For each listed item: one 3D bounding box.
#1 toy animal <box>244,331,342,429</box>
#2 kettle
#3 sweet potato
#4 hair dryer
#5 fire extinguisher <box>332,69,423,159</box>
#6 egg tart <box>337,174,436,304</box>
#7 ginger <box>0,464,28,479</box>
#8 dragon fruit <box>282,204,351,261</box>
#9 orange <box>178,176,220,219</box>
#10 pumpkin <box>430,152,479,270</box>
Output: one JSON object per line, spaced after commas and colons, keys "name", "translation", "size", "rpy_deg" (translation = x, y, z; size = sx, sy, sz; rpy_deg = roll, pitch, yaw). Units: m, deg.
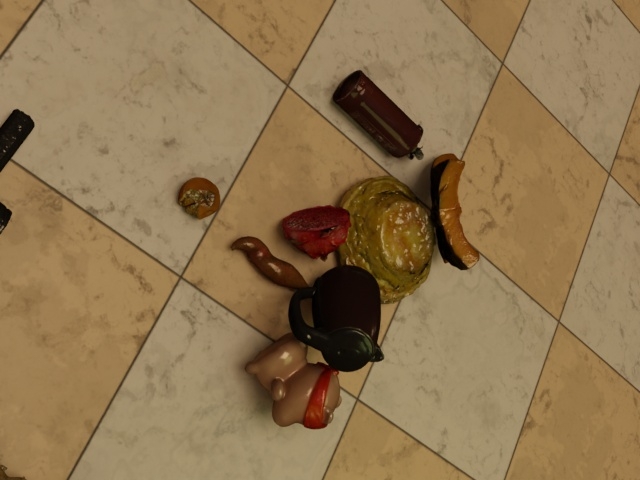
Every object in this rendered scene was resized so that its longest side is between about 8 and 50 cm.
{"name": "toy animal", "translation": [-0.042, 0.288, 1.748], "size": [0.171, 0.171, 0.197], "rpy_deg": [-34, 82, -34]}
{"name": "kettle", "translation": [0.035, 0.154, 1.766], "size": [0.202, 0.232, 0.144], "rpy_deg": [26, 113, -11]}
{"name": "sweet potato", "translation": [-0.098, 0.053, 1.804], "size": [0.202, 0.058, 0.055], "rpy_deg": [39, 79, -26]}
{"name": "hair dryer", "translation": [-0.579, -0.132, 1.486], "size": [0.197, 0.089, 0.251], "rpy_deg": [43, 53, -21]}
{"name": "fire extinguisher", "translation": [0.152, -0.272, 2.007], "size": [0.269, 0.105, 0.104], "rpy_deg": [39, 63, -25]}
{"name": "egg tart", "translation": [0.163, -0.007, 1.956], "size": [0.294, 0.123, 0.294], "rpy_deg": [7, 78, -35]}
{"name": "ginger", "translation": [-0.550, 0.412, 1.419], "size": [0.204, 0.080, 0.104], "rpy_deg": [38, 69, -27]}
{"name": "dragon fruit", "translation": [0.000, 0.000, 1.842], "size": [0.153, 0.153, 0.111], "rpy_deg": [-29, 118, -34]}
{"name": "orange", "translation": [-0.235, -0.086, 1.723], "size": [0.086, 0.062, 0.086], "rpy_deg": [7, 78, -37]}
{"name": "pumpkin", "translation": [0.299, -0.072, 2.008], "size": [0.095, 0.290, 0.258], "rpy_deg": [-6, 94, 5]}
